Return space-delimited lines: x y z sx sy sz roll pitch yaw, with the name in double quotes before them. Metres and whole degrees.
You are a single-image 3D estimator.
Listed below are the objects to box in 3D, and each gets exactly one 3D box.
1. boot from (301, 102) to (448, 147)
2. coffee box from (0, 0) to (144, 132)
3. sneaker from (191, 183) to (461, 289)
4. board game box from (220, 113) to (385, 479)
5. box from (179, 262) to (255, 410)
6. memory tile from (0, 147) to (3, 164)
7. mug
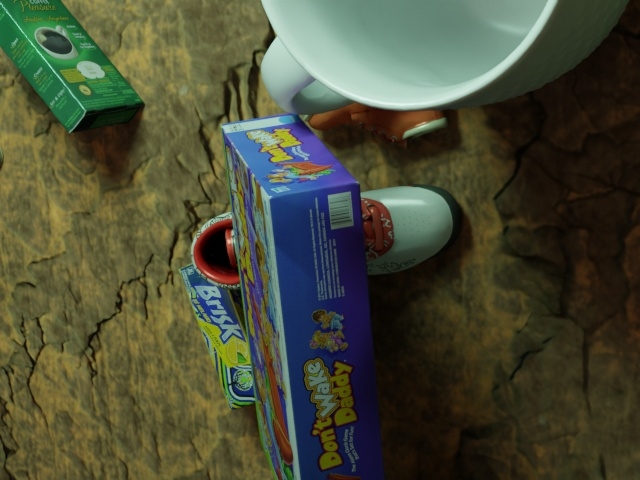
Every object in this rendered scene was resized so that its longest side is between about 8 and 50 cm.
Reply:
"boot" 0.056 -0.129 1.409 0.158 0.059 0.084 -16 95 27
"coffee box" -0.294 -0.205 1.544 0.184 0.113 0.040 50 118 11
"sneaker" 0.000 0.001 1.405 0.270 0.145 0.090 -5 95 27
"board game box" -0.016 0.081 1.257 0.078 0.233 0.347 -10 111 -10
"box" -0.095 0.097 1.516 0.054 0.059 0.168 -22 88 26
"memory tile" -0.460 -0.087 1.701 0.148 0.012 0.113 20 106 24
"mug" 0.104 -0.231 1.214 0.374 0.328 0.276 -37 80 27
